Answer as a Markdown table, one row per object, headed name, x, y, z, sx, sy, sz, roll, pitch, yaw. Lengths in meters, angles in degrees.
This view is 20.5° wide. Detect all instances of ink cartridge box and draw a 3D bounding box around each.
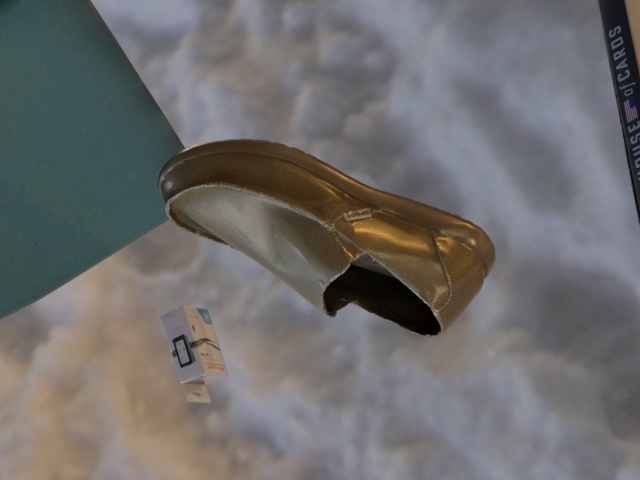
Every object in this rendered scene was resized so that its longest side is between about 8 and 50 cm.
| name | x | y | z | sx | sy | sz | roll | pitch | yaw |
| --- | --- | --- | --- | --- | --- | --- | --- | --- | --- |
| ink cartridge box | -0.112 | 0.104 | 1.614 | 0.028 | 0.048 | 0.083 | -25 | 75 | 21 |

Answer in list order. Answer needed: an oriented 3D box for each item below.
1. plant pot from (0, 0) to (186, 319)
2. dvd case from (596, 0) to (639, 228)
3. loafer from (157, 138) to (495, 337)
| name | x | y | z | sx | sy | sz | roll | pitch | yaw |
| --- | --- | --- | --- | --- | --- | --- | --- | --- | --- |
| plant pot | -0.219 | -0.044 | 0.965 | 0.234 | 0.165 | 0.166 | -38 | 37 | -9 |
| dvd case | 0.284 | -0.064 | 1.159 | 0.030 | 0.239 | 0.179 | -32 | 55 | 43 |
| loafer | 0.000 | 0.000 | 0.747 | 0.148 | 0.056 | 0.050 | 15 | 57 | 2 |
